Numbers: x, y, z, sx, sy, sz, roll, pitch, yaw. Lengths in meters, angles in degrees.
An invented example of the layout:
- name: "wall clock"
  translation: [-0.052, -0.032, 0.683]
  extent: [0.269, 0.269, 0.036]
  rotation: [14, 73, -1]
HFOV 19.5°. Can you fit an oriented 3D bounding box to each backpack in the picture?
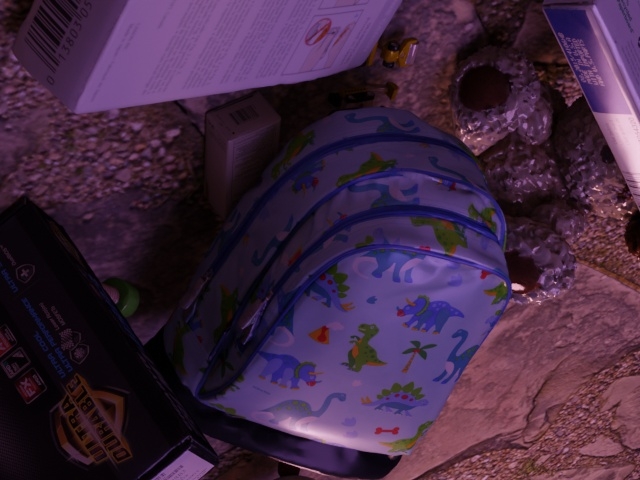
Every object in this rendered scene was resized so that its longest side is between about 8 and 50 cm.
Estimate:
- name: "backpack"
  translation: [0.029, 0.049, 1.729]
  extent: [0.290, 0.273, 0.355]
  rotation: [21, 108, -21]

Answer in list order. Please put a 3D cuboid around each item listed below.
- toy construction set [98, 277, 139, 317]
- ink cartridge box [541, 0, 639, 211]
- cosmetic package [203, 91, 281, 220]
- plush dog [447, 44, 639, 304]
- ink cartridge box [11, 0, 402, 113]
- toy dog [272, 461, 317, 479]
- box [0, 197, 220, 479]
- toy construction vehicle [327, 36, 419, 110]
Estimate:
- name: "toy construction set"
  translation: [-0.223, 0.227, 1.732]
  extent: [0.257, 0.309, 0.237]
  rotation: [-20, 165, 16]
- name: "ink cartridge box"
  translation: [0.360, -0.219, 1.798]
  extent: [0.330, 0.071, 0.324]
  rotation: [-57, 133, -29]
- name: "cosmetic package"
  translation: [-0.073, -0.077, 1.717]
  extent: [0.060, 0.041, 0.115]
  rotation: [-24, 148, -24]
- name: "plush dog"
  translation: [0.256, -0.077, 1.907]
  extent: [0.225, 0.262, 0.210]
  rotation: [-10, 180, 3]
- name: "ink cartridge box"
  translation: [-0.032, -0.262, 1.491]
  extent: [0.385, 0.091, 0.308]
  rotation: [-16, 145, -52]
- name: "toy dog"
  translation: [-0.113, 0.346, 2.197]
  extent: [0.333, 0.161, 0.220]
  rotation: [-15, 149, -10]
- name: "box"
  translation: [-0.279, 0.162, 1.567]
  extent: [0.293, 0.295, 0.073]
  rotation: [-38, 151, 1]
- name: "toy construction vehicle"
  translation: [0.043, -0.160, 1.745]
  extent: [0.098, 0.035, 0.086]
  rotation: [-16, 133, -38]
